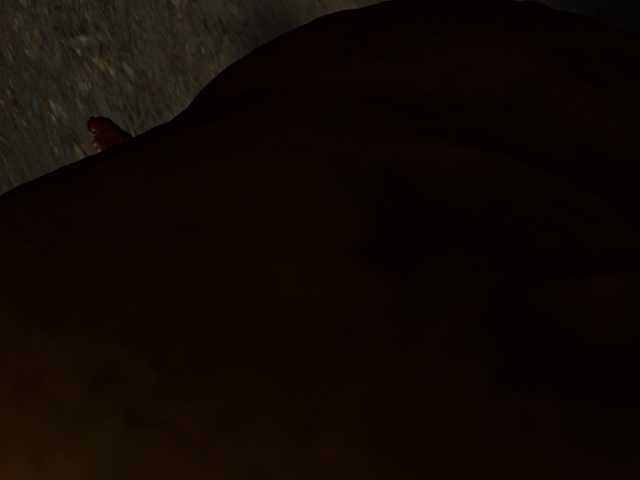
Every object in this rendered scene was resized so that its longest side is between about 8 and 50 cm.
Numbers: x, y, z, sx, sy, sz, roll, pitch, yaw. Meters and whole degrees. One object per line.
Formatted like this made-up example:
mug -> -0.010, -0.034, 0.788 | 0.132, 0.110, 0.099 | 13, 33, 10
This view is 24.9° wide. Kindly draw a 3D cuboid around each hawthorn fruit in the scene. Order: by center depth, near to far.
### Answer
hawthorn fruit -> 0.060, 0.129, 0.567 | 0.472, 0.472, 0.471 | 48, 155, 32

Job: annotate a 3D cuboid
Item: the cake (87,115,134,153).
cake -> -0.086, 0.059, 0.979 | 0.262, 0.159, 0.158 | 37, 173, 3
